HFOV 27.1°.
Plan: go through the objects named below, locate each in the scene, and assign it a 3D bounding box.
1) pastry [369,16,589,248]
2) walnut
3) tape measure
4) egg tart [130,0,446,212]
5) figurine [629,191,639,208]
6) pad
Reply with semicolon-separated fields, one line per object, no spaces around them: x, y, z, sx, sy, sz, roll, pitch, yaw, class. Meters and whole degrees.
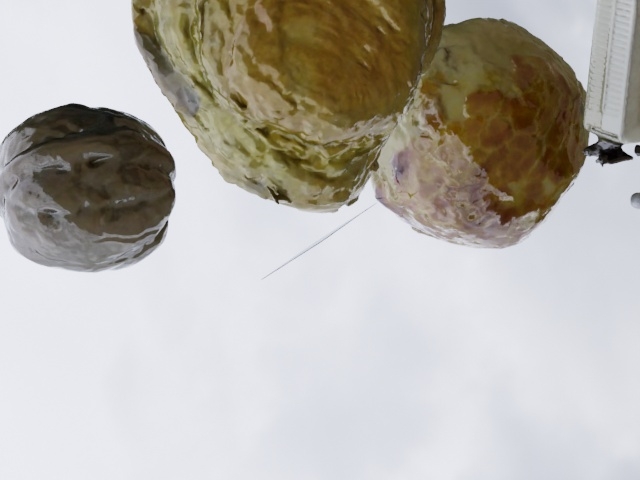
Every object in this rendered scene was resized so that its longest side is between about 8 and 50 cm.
0.256;-0.159;2.137;0.388;0.388;0.312;22;-150;-45;pastry
-0.283;-0.063;1.584;0.224;0.224;0.224;38;-150;-27;walnut
0.483;-0.242;1.840;0.231;0.271;0.133;-3;-165;-24;tape measure
-0.020;-0.223;1.310;0.339;0.351;0.153;35;174;-17;egg tart
0.670;-0.064;2.046;0.370;0.167;0.281;12;-135;11;figurine
0.000;0.000;2.147;0.003;0.143;0.211;57;-146;-1;pad
